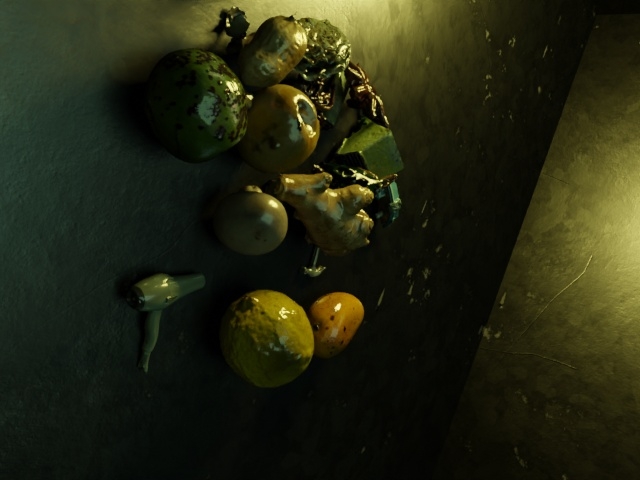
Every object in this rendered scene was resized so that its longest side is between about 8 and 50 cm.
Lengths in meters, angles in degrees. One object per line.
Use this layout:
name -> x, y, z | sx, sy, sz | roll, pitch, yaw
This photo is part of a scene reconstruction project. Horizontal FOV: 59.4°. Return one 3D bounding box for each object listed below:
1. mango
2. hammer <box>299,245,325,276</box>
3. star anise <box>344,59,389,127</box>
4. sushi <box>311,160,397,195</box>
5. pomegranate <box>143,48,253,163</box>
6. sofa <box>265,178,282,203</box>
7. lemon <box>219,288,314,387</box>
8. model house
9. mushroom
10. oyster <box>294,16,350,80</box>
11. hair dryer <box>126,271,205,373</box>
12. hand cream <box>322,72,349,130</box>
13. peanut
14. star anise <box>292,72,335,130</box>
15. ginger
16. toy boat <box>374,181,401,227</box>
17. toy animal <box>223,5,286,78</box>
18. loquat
mango -> 0.047, 0.275, 1.926 | 0.290, 0.159, 0.191 | -29, 115, -46
hammer -> 0.000, 0.000, 1.872 | 0.103, 0.029, 0.247 | 17, 88, -51
star anise -> 0.118, -0.455, 1.752 | 0.272, 0.102, 0.272 | 47, 26, -31
sushi -> 0.101, -0.169, 1.769 | 0.140, 0.287, 0.149 | 112, -15, -52
pomegranate -> -0.271, -0.304, 1.279 | 0.270, 0.254, 0.255 | -16, 115, -43
sofa -> -0.145, -0.104, 1.644 | 0.060, 0.085, 0.147 | 11, 97, -9
lemon -> -0.150, 0.286, 1.607 | 0.268, 0.268, 0.322 | -46, 121, -29
model house -> 0.142, -0.275, 1.885 | 0.211, 0.170, 0.194 | -34, 136, -3
mushroom -> -0.188, -0.066, 1.524 | 0.204, 0.204, 0.204 | -20, 117, -45
oyster -> -0.006, -0.532, 1.552 | 0.267, 0.198, 0.112 | -37, 172, -47
hair dryer -> -0.391, 0.184, 1.457 | 0.229, 0.092, 0.267 | -35, 142, -45
hand cream -> 0.047, -0.444, 1.757 | 0.086, 0.055, 0.235 | 48, 58, -52
peanut -> -0.115, -0.457, 1.359 | 0.224, 0.129, 0.129 | -59, 139, -21
star anise -> -0.036, -0.400, 1.617 | 0.190, 0.125, 0.220 | 27, 85, -46
ginger -> 0.031, -0.085, 1.628 | 0.375, 0.236, 0.166 | 47, 37, -59
toy boat -> 0.224, -0.150, 2.033 | 0.098, 0.109, 0.238 | -26, 121, -18
toy animal -> -0.174, -0.507, 1.452 | 0.214, 0.093, 0.186 | -31, 129, -49
loquat -> -0.122, -0.288, 1.464 | 0.243, 0.243, 0.244 | -20, 117, -45
